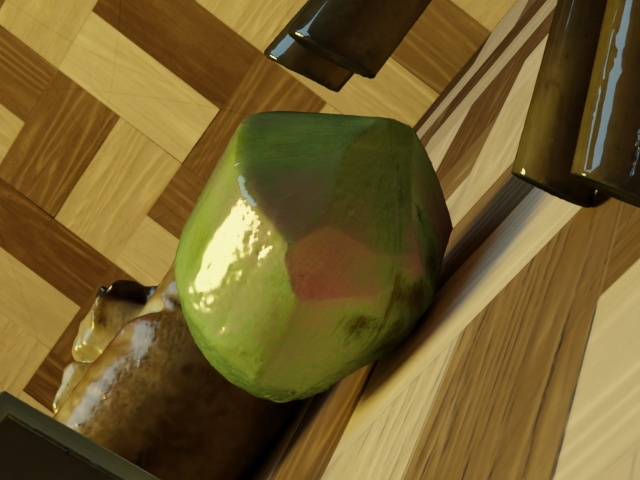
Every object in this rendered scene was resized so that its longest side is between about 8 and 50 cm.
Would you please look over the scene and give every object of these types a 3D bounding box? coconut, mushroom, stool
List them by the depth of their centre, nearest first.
[{"bbox_3d":[0.103,-0.136,0.689,0.272,0.272,0.178,-134,69,-87],"label":"stool"},{"bbox_3d":[0.000,0.000,1.027,0.236,0.204,0.235,-19,-40,-17],"label":"coconut"},{"bbox_3d":[-0.150,0.199,1.248,0.314,0.224,0.397,-31,24,42],"label":"mushroom"}]

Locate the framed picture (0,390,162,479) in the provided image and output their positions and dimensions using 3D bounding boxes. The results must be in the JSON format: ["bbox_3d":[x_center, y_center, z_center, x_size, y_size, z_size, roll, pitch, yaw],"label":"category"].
[{"bbox_3d":[-0.202,0.256,0.889,0.293,0.231,0.018,-54,-11,-42],"label":"framed picture"}]
